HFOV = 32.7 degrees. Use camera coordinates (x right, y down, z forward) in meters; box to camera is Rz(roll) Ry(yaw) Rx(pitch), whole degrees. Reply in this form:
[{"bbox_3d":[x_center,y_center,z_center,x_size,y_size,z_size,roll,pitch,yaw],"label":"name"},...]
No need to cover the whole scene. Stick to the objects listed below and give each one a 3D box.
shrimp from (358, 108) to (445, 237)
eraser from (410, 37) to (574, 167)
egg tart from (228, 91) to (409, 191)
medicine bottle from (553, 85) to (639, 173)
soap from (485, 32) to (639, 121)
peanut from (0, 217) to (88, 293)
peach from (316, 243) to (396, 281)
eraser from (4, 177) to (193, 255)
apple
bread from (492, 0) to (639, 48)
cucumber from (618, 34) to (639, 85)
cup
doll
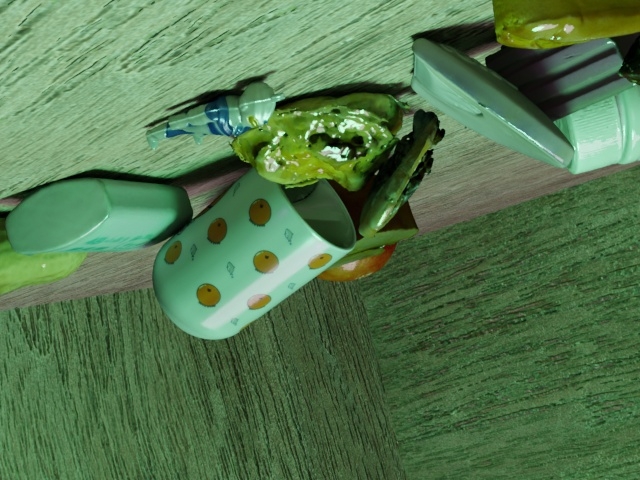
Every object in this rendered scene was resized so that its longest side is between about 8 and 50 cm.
[{"bbox_3d":[0.131,-0.122,1.661,0.289,0.075,0.178,-49,174,-48],"label":"shrimp"},{"bbox_3d":[0.225,-0.176,1.413,0.059,0.243,0.204,-58,175,-2],"label":"eraser"},{"bbox_3d":[0.009,-0.137,1.616,0.297,0.132,0.297,-10,170,-2],"label":"egg tart"},{"bbox_3d":[0.490,-0.219,1.560,0.332,0.190,0.190,-13,174,-1],"label":"medicine bottle"},{"bbox_3d":[0.316,-0.227,1.390,0.065,0.122,0.203,-41,-169,-31],"label":"soap"},{"bbox_3d":[-0.526,0.019,1.843,0.147,0.147,0.319,-18,180,36],"label":"peanut"},{"bbox_3d":[0.063,-0.011,2.551,0.243,0.199,0.243,-13,161,-5],"label":"peach"},{"bbox_3d":[-0.357,-0.038,1.794,0.189,0.104,0.290,-24,172,19],"label":"eraser"},{"bbox_3d":[0.000,0.000,2.120,0.365,0.295,0.329,-16,-145,-31],"label":"apple"},{"bbox_3d":[0.297,-0.262,1.196,0.245,0.094,0.102,-13,178,-25],"label":"bread"},{"bbox_3d":[0.514,-0.269,1.269,0.359,0.096,0.096,-25,175,-4],"label":"cucumber"},{"bbox_3d":[-0.125,0.021,1.855,0.317,0.212,0.212,-38,165,21],"label":"cup"},{"bbox_3d":[-0.129,-0.156,1.408,0.114,0.057,0.227,-3,171,-42],"label":"doll"}]
